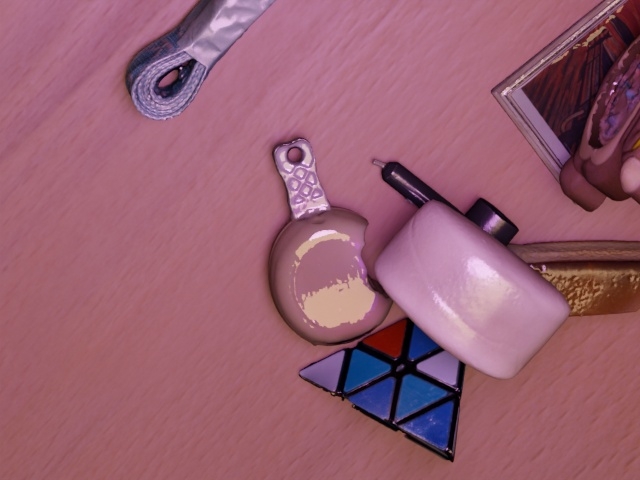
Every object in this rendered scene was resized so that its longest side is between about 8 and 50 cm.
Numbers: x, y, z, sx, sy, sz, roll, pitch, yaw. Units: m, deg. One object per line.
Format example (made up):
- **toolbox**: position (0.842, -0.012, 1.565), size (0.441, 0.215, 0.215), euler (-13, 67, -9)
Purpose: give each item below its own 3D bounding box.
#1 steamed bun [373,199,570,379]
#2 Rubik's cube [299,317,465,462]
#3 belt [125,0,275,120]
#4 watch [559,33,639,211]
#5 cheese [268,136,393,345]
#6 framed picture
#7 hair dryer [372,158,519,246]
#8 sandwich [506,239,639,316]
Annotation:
- **steamed bun**: position (0.194, 0.068, 1.591), size (0.241, 0.164, 0.146), euler (37, 103, -11)
- **Rubik's cube**: position (0.169, 0.223, 1.777), size (0.250, 0.284, 0.234), euler (-51, 135, -25)
- **belt**: position (-0.128, -0.277, 1.541), size (0.087, 0.072, 0.302), euler (38, 99, -22)
- **watch**: position (0.518, -0.108, 1.554), size (0.326, 0.335, 0.314), euler (26, 103, -8)
- **cheese**: position (0.000, 0.000, 1.656), size (0.163, 0.082, 0.286), euler (-15, 110, -5)
- **framed picture**: position (0.397, -0.207, 1.684), size (0.273, 0.016, 0.216), euler (-40, 110, 6)
- **hair dryer**: position (0.150, -0.035, 1.681), size (0.219, 0.071, 0.124), euler (39, 99, -13)
- **sandwich**: position (0.375, 0.053, 1.730), size (0.258, 0.094, 0.096), euler (-1, 105, -7)
